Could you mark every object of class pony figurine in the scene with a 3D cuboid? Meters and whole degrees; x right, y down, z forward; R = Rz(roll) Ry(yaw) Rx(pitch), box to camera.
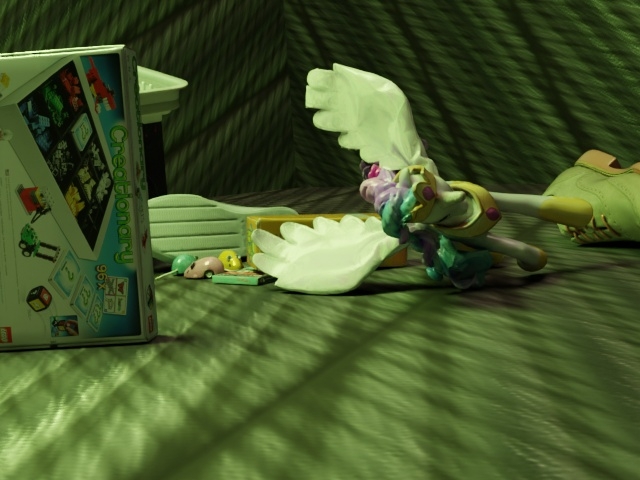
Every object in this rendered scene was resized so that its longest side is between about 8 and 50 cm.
[{"bbox_3d":[0.123,-0.053,1.198,0.351,0.303,0.363,14,1,43],"label":"pony figurine"}]

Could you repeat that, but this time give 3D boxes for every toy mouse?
[{"bbox_3d":[-0.188,0.038,1.445,0.143,0.031,0.161,-6,7,-19],"label":"toy mouse"}]

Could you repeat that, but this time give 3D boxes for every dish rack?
[{"bbox_3d":[-0.416,-0.234,1.532,0.332,0.072,0.285,-16,27,-38],"label":"dish rack"}]

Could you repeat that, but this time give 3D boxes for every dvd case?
[{"bbox_3d":[-0.087,0.049,1.363,0.087,0.013,0.119,1,8,36],"label":"dvd case"}]

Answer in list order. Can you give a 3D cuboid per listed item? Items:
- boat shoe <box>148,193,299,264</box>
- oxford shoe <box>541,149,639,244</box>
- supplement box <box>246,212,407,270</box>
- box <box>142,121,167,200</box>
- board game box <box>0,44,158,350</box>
[{"bbox_3d":[-0.189,-0.008,1.598,0.335,0.121,0.119,4,-9,-38],"label":"boat shoe"},{"bbox_3d":[0.453,-0.033,1.424,0.146,0.140,0.397,-35,11,2],"label":"oxford shoe"},{"bbox_3d":[0.009,0.000,1.369,0.233,0.078,0.080,-1,8,-19],"label":"supplement box"},{"bbox_3d":[-0.383,-0.097,1.710,0.143,0.270,0.165,-2,7,22],"label":"box"},{"bbox_3d":[-0.280,-0.042,0.971,0.192,0.305,0.053,-3,3,4],"label":"board game box"}]
